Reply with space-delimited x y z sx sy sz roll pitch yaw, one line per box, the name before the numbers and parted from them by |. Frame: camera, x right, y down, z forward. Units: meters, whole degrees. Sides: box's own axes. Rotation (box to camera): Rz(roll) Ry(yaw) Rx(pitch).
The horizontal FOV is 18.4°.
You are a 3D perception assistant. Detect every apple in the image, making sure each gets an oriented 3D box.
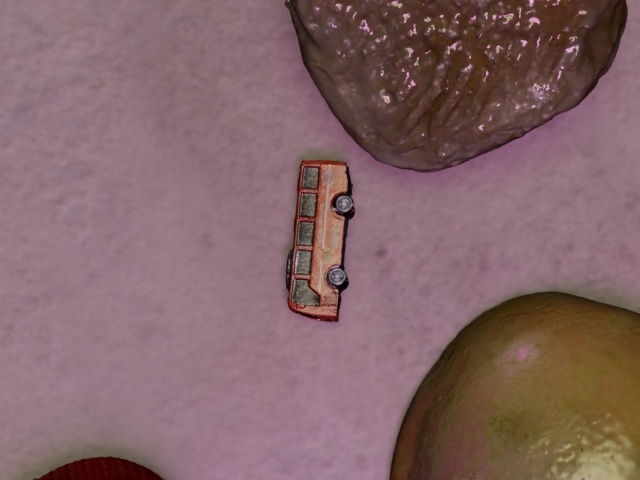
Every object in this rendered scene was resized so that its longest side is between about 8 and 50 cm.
apple | 0.137 0.155 1.295 0.193 0.120 0.265 14 79 14

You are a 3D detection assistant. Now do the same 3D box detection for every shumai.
shumai | 0.099 -0.191 1.337 0.225 0.222 0.261 0 118 12

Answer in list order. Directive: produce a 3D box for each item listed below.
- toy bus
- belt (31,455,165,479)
toy bus | 0.000 0.000 1.358 0.043 0.031 0.110 5 80 4
belt | -0.169 0.231 1.282 0.201 0.124 0.128 -42 103 -1
